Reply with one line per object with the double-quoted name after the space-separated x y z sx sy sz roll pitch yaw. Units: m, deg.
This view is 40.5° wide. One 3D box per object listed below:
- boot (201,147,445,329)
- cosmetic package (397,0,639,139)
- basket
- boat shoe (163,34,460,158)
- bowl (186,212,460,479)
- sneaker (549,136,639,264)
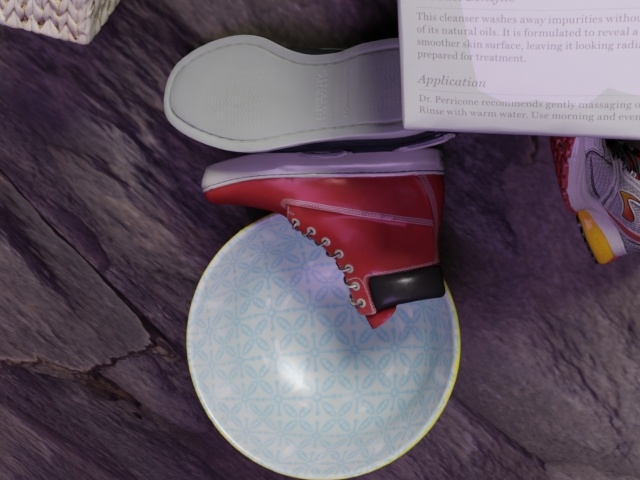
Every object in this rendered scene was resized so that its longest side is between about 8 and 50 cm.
0.000 0.000 0.857 0.244 0.088 0.176 0 93 12 "boot"
0.154 -0.260 0.499 0.217 0.156 0.385 6 122 15 "cosmetic package"
-0.220 -0.262 0.725 0.103 0.113 0.167 19 139 -2 "basket"
-0.006 -0.124 0.796 0.303 0.114 0.091 10 178 30 "boat shoe"
0.013 0.109 0.968 0.290 0.289 0.156 9 179 12 "bowl"
0.262 -0.062 0.769 0.093 0.088 0.225 -17 146 24 "sneaker"
